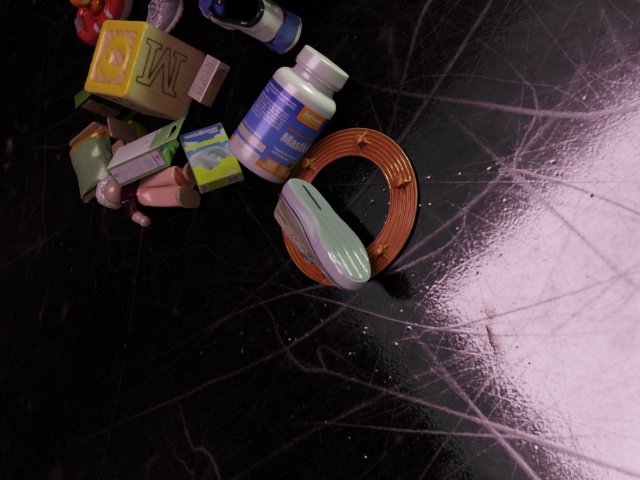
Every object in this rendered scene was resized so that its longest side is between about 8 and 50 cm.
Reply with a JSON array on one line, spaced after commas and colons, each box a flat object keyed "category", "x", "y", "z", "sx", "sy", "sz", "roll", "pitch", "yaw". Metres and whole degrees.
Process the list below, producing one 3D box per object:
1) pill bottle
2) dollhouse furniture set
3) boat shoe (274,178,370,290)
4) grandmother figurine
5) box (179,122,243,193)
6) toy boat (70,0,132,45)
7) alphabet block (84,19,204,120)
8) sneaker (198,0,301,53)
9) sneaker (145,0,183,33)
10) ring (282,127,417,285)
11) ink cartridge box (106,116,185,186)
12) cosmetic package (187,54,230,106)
[{"category": "pill bottle", "x": -0.064, "y": -0.270, "z": 1.405, "sx": 0.272, "sy": 0.152, "sz": 0.152, "roll": -52, "pitch": 56, "yaw": 17}, {"category": "dollhouse furniture set", "x": -0.637, "y": -0.265, "z": 1.824, "sx": 0.302, "sy": 0.151, "sz": 0.197, "roll": -30, "pitch": 64, "yaw": 28}, {"category": "boat shoe", "x": 0.000, "y": 0.000, "z": 1.311, "sx": 0.094, "sy": 0.109, "sz": 0.302, "roll": -59, "pitch": 43, "yaw": 30}, {"category": "grandmother figurine", "x": -0.447, "y": -0.137, "z": 1.693, "sx": 0.343, "sy": 0.104, "sz": 0.207, "roll": -3, "pitch": 55, "yaw": 34}, {"category": "box", "x": -0.263, "y": -0.205, "z": 1.573, "sx": 0.109, "sy": 0.042, "sz": 0.178, "roll": -20, "pitch": 62, "yaw": -12}, {"category": "toy boat", "x": -0.662, "y": -0.693, "z": 1.930, "sx": 0.231, "sy": 0.151, "sz": 0.150, "roll": -36, "pitch": 62, "yaw": 26}, {"category": "alphabet block", "x": -0.450, "y": -0.434, "z": 1.694, "sx": 0.193, "sy": 0.197, "sz": 0.193, "roll": 15, "pitch": 90, "yaw": 37}, {"category": "sneaker", "x": -0.200, "y": -0.561, "z": 1.545, "sx": 0.316, "sy": 0.182, "sz": 0.127, "roll": 36, "pitch": 101, "yaw": 35}, {"category": "sneaker", "x": -0.429, "y": -0.685, "z": 1.780, "sx": 0.105, "sy": 0.115, "sz": 0.281, "roll": 21, "pitch": 93, "yaw": 37}, {"category": "ring", "x": 0.044, "y": -0.072, "z": 1.362, "sx": 0.337, "sy": 0.032, "sz": 0.336, "roll": -8, "pitch": 75, "yaw": 34}, {"category": "ink cartridge box", "x": -0.414, "y": -0.217, "z": 1.624, "sx": 0.209, "sy": 0.062, "sz": 0.109, "roll": -21, "pitch": 33, "yaw": 18}, {"category": "cosmetic package", "x": -0.281, "y": -0.402, "z": 1.660, "sx": 0.060, "sy": 0.041, "sz": 0.115, "roll": 38, "pitch": 103, "yaw": 35}]
